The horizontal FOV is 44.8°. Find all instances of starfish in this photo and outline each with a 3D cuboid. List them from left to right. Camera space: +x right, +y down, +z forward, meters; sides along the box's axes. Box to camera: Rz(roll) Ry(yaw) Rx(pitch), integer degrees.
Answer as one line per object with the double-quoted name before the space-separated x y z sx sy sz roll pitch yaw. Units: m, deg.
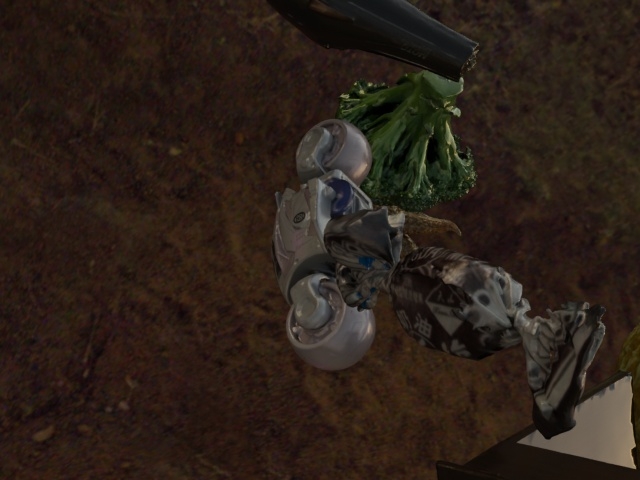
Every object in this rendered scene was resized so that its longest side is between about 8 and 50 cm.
"starfish" 0.151 -0.002 1.725 0.303 0.060 0.299 14 87 9

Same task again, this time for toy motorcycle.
"toy motorcycle" 0.000 0.000 0.697 0.113 0.112 0.254 19 52 -23

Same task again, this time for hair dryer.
"hair dryer" 0.097 -0.388 0.953 0.304 0.359 0.120 26 31 9

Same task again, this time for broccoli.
"broccoli" 0.155 -0.172 1.284 0.269 0.269 0.254 15 50 -26

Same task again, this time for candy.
"candy" 0.073 0.037 0.450 0.051 0.226 0.093 -23 113 -24

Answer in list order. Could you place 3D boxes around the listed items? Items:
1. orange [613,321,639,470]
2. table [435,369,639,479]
"orange" 0.595 0.237 1.163 0.271 0.210 0.368 -12 56 6
"table" 0.275 0.226 0.563 0.282 0.251 0.196 -13 98 -42
